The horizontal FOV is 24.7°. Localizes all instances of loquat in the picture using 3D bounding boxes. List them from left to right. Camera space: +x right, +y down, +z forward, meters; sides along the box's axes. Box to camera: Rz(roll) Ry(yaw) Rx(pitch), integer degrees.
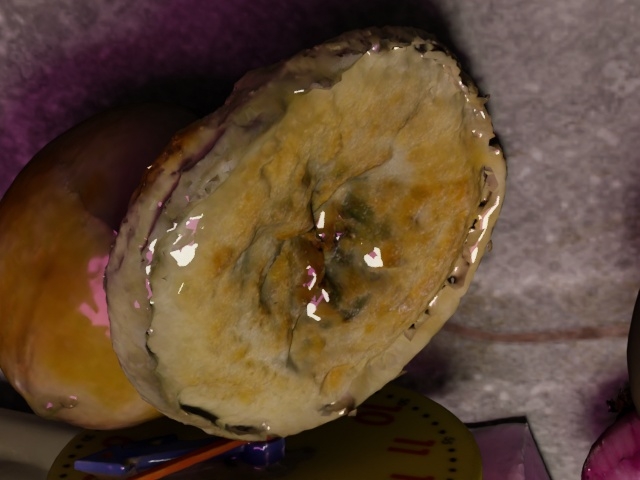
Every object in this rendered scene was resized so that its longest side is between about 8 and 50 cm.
[{"bbox_3d":[-0.120,0.014,0.917,0.179,0.179,0.227,25,117,-3],"label":"loquat"}]

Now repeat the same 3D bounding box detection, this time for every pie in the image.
[{"bbox_3d":[0.000,0.000,0.845,0.055,0.274,0.274,38,143,42],"label":"pie"}]

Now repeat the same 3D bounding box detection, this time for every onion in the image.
[{"bbox_3d":[0.225,0.144,0.969,0.115,0.104,0.115,-23,152,-13],"label":"onion"}]

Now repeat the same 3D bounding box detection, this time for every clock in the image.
[{"bbox_3d":[-0.040,0.145,0.930,0.294,0.277,0.071,4,112,14],"label":"clock"}]

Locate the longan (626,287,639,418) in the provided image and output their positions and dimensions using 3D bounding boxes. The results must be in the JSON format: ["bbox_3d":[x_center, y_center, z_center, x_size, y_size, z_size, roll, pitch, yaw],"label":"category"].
[{"bbox_3d":[0.290,0.059,0.802,0.248,0.248,0.248,8,128,11],"label":"longan"}]

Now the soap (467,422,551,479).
[{"bbox_3d":[0.107,0.262,1.095,0.181,0.081,0.259,-11,122,23],"label":"soap"}]

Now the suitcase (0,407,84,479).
[{"bbox_3d":[-0.268,0.287,1.054,0.339,0.351,0.194,11,145,10],"label":"suitcase"}]
